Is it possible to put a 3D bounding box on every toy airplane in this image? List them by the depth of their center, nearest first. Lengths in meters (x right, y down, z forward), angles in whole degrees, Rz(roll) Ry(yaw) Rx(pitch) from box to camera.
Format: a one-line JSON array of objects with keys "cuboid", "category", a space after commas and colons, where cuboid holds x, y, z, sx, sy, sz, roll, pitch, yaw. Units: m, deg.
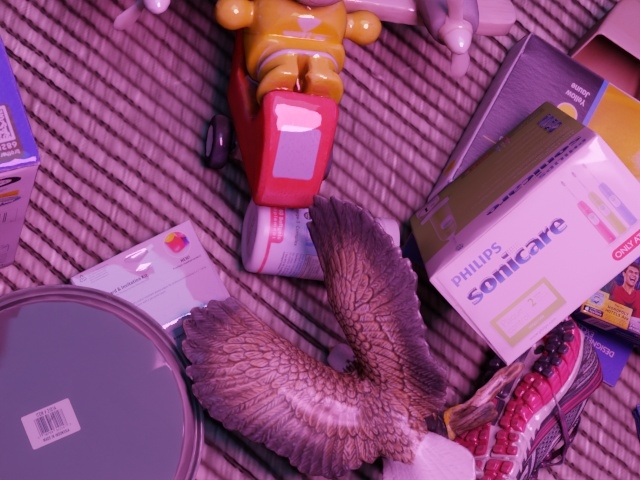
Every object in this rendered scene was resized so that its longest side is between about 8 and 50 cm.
[{"cuboid": [-0.023, -0.274, 1.424, 0.386, 0.272, 0.384, -40, 89, -22], "category": "toy airplane"}]

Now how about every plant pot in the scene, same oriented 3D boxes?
[{"cuboid": [0.365, -0.229, 1.623, 0.109, 0.109, 0.096, 32, 60, -7], "category": "plant pot"}]

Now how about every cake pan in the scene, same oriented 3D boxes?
[{"cuboid": [-0.260, 0.185, 1.325, 0.293, 0.054, 0.293, 1, 80, -7], "category": "cake pan"}]

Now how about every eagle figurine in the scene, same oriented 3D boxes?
[{"cuboid": [0.033, 0.134, 1.365, 0.298, 0.225, 0.226, 45, 56, -29], "category": "eagle figurine"}]

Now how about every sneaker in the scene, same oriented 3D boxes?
[{"cuboid": [0.212, 0.222, 1.454, 0.299, 0.121, 0.112, -53, 125, -14], "category": "sneaker"}]

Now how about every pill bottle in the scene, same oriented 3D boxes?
[{"cuboid": [0.000, 0.000, 1.458, 0.160, 0.087, 0.087, 7, 74, -15], "category": "pill bottle"}]

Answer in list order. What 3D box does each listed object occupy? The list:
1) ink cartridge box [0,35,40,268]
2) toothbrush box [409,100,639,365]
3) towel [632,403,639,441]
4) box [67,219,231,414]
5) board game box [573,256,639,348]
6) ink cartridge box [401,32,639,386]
[{"cuboid": [-0.402, -0.057, 1.187, 0.270, 0.395, 0.151, -17, 81, -20], "category": "ink cartridge box"}, {"cuboid": [0.211, -0.018, 1.369, 0.206, 0.283, 0.122, -41, 98, 7], "category": "toothbrush box"}, {"cuboid": [0.423, 0.212, 1.561, 0.120, 0.029, 0.067, -10, 80, -19], "category": "towel"}, {"cuboid": [-0.158, 0.092, 1.413, 0.145, 0.038, 0.186, -28, 86, -22], "category": "box"}, {"cuboid": [0.392, 0.028, 1.511, 0.194, 0.060, 0.194, 22, 75, -9], "category": "board game box"}, {"cuboid": [0.294, -0.039, 1.566, 0.304, 0.072, 0.307, 32, 69, -6], "category": "ink cartridge box"}]
